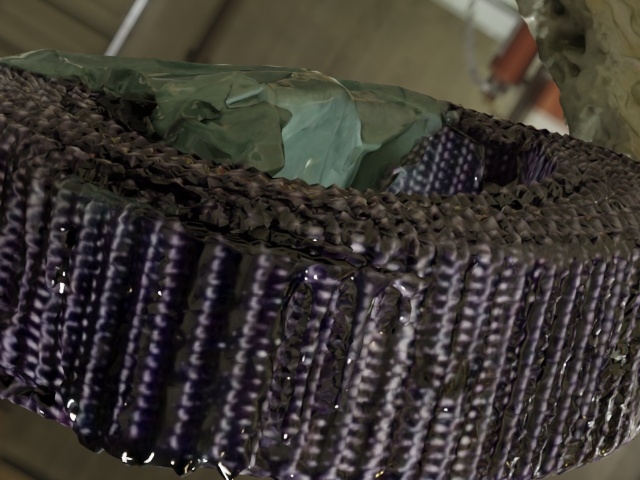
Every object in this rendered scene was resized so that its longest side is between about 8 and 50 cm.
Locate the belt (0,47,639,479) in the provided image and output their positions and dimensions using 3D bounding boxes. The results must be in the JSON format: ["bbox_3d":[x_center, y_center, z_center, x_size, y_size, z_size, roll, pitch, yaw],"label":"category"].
[{"bbox_3d":[0.000,0.000,0.747,0.260,0.122,0.325,20,-164,33],"label":"belt"}]

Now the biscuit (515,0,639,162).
[{"bbox_3d":[0.178,-0.060,0.955,0.265,0.040,0.188,46,-138,-7],"label":"biscuit"}]
